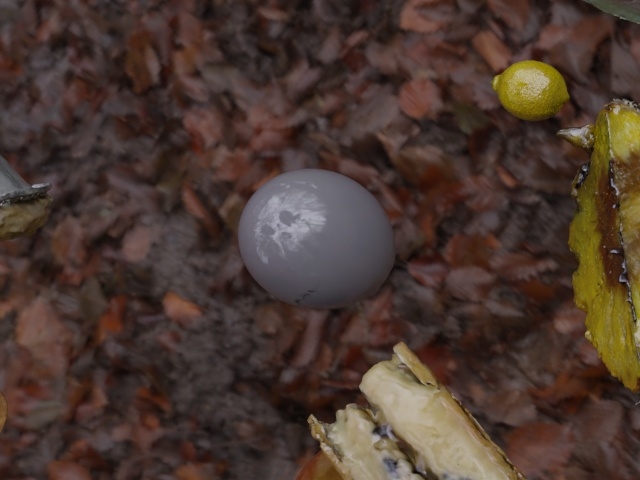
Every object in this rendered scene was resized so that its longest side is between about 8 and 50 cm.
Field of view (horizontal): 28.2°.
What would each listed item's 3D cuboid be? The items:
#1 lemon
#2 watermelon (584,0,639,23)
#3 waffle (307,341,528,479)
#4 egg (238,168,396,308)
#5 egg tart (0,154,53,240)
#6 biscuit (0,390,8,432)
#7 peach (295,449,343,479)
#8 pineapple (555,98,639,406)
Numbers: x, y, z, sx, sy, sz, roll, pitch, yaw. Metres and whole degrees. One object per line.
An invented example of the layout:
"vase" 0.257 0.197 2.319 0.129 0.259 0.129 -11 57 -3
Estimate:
"lemon" 0.212 -0.152 1.289 0.083 0.062 0.062 13 79 22
"watermelon" 0.374 -0.375 1.368 0.213 0.201 0.261 35 90 -8
"waffle" 0.127 0.208 0.840 0.091 0.308 0.213 -40 56 0
"egg" 0.000 0.000 1.343 0.146 0.199 0.146 -16 66 39
"egg tart" -0.340 -0.041 1.053 0.234 0.234 0.094 -2 100 29
"biscuit" -0.205 0.069 0.548 0.118 0.140 0.023 -36 40 -24
"peach" 0.076 0.332 1.470 0.235 0.214 0.214 -6 66 63
"pineapple" 0.342 0.009 1.308 0.158 0.161 0.334 -6 66 -9
